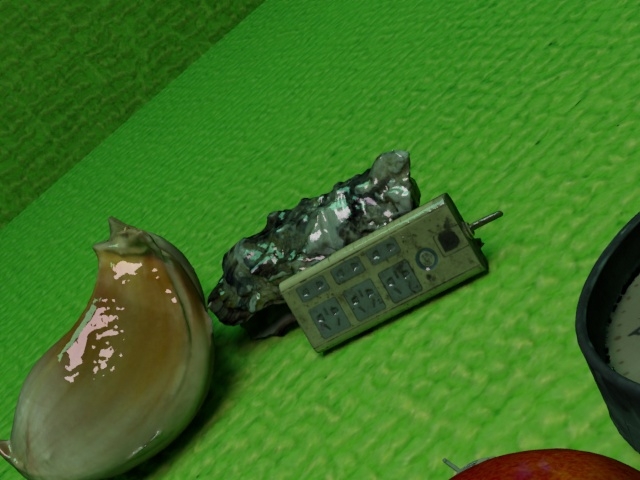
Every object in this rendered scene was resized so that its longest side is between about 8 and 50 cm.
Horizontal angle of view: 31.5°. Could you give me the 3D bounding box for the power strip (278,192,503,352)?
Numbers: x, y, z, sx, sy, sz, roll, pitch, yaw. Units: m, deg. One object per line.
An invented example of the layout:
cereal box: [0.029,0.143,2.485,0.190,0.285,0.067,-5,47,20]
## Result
power strip: [0.079,0.030,1.220,0.268,0.092,0.034,-29,2,22]

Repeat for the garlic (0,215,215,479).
garlic: [-0.244,0.136,1.358,0.286,0.249,0.313,21,92,51]

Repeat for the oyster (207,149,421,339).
oyster: [0.004,0.001,1.344,0.351,0.158,0.162,-37,53,39]

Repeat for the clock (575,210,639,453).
clock: [0.361,0.015,0.795,0.386,0.076,0.386,-30,18,11]

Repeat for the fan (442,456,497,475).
fan: [0.129,0.194,0.940,0.060,0.003,0.080,-31,23,16]

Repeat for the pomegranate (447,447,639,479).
pomegranate: [0.132,0.235,0.588,0.221,0.221,0.257,-39,50,-3]
